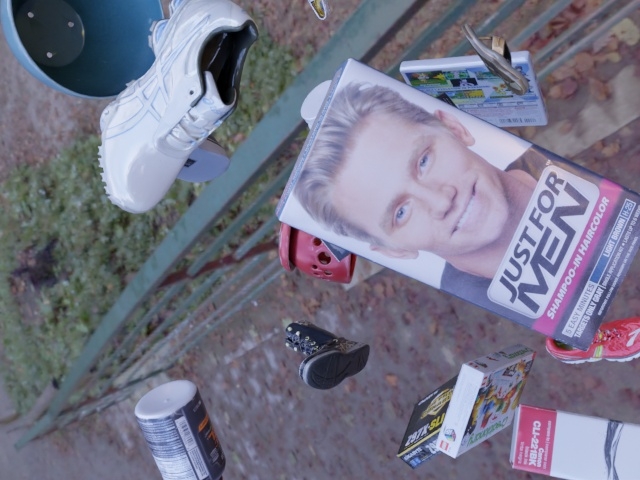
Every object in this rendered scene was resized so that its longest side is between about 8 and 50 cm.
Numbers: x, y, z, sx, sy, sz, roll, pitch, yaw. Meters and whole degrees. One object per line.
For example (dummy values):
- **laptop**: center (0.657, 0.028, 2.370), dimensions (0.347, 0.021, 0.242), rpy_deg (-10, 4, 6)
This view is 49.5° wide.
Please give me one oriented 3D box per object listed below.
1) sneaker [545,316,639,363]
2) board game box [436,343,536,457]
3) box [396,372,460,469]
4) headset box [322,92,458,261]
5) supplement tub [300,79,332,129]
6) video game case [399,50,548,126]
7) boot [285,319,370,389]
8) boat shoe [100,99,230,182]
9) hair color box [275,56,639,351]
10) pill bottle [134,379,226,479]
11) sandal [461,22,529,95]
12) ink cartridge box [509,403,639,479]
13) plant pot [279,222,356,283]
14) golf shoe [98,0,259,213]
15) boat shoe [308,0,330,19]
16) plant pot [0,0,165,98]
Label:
- **sneaker**: center (0.722, 0.259, 1.803), dimensions (0.279, 0.118, 0.107), rpy_deg (-23, 53, 33)
- **board game box**: center (0.366, 0.339, 1.510), dimensions (0.053, 0.305, 0.192), rpy_deg (24, 105, 34)
- **box**: center (0.396, 0.548, 2.188), dimensions (0.079, 0.257, 0.322), rpy_deg (40, 126, -5)
- **headset box**: center (0.126, -0.113, 1.267), dimensions (0.131, 0.283, 0.246), rpy_deg (51, 136, 4)
- **supplement tub**: center (0.060, -0.297, 1.766), dimensions (0.144, 0.144, 0.200), rpy_deg (9, 156, 50)
- **video game case**: center (0.413, -0.390, 1.844), dimensions (0.329, 0.300, 0.036), rpy_deg (3, 69, 28)
- **boot**: center (-0.020, 0.245, 1.521), dimensions (0.179, 0.236, 0.085), rpy_deg (20, 103, 32)
- **boat shoe**: center (-0.244, -0.177, 1.085), dimensions (0.113, 0.306, 0.104), rpy_deg (-33, 74, 17)
- **hair color box**: center (0.145, -0.033, 0.723), dimensions (0.105, 0.347, 0.173), rpy_deg (-127, 60, -81)
- **pill bottle**: center (-0.270, 0.415, 1.394), dimensions (0.130, 0.130, 0.245), rpy_deg (8, 121, 50)
- **sandal**: center (0.298, -0.308, 1.156), dimensions (0.049, 0.072, 0.180), rpy_deg (-40, 50, 11)
- **ink cartridge box**: center (0.483, 0.370, 1.231), dimensions (0.273, 0.197, 0.114), rpy_deg (6, 77, 16)
- **plant pot**: center (0.000, 0.000, 1.643), dimensions (0.174, 0.191, 0.191), rpy_deg (6, 116, 10)
- **golf shoe**: center (-0.102, -0.095, 0.503), dimensions (0.086, 0.069, 0.176), rpy_deg (30, 101, 44)
- **boat shoe**: center (-0.011, -0.478, 1.353), dimensions (0.035, 0.035, 0.100), rpy_deg (-13, 121, 20)
- **plant pot**: center (-0.467, -0.404, 1.300), dimensions (0.196, 0.290, 0.290), rpy_deg (6, 110, 47)
